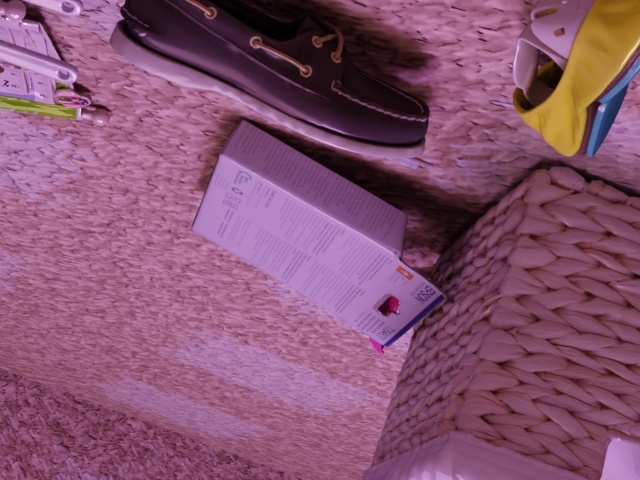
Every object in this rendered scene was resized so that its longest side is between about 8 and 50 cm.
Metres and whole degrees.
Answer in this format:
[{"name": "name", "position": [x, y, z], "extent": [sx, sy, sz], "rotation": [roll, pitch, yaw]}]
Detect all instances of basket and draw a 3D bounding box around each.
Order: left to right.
[{"name": "basket", "position": [0.239, 0.146, 1.203], "extent": [0.328, 0.266, 0.331], "rotation": [20, 161, -5]}]

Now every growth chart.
[{"name": "growth chart", "position": [-0.283, -0.153, 1.178], "extent": [0.172, 0.021, 0.237], "rotation": [6, 163, 10]}]

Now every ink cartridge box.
[{"name": "ink cartridge box", "position": [0.000, 0.000, 1.289], "extent": [0.224, 0.045, 0.223], "rotation": [32, 160, -2]}]

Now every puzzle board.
[{"name": "puzzle board", "position": [0.026, -0.076, 1.088], "extent": [0.096, 0.011, 0.128], "rotation": [22, -175, -11]}]

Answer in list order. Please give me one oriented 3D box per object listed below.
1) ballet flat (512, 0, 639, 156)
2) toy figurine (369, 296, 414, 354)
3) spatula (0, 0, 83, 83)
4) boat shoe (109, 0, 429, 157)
[{"name": "ballet flat", "position": [0.156, -0.113, 0.854], "extent": [0.077, 0.077, 0.231], "rotation": [33, 165, 7]}, {"name": "toy figurine", "position": [0.124, 0.089, 1.424], "extent": [0.159, 0.130, 0.173], "rotation": [36, 134, -22]}, {"name": "spatula", "position": [-0.271, -0.196, 1.008], "extent": [0.242, 0.019, 0.168], "rotation": [18, 134, -7]}, {"name": "boat shoe", "position": [-0.025, -0.122, 0.978], "extent": [0.228, 0.068, 0.081], "rotation": [20, -158, -8]}]
